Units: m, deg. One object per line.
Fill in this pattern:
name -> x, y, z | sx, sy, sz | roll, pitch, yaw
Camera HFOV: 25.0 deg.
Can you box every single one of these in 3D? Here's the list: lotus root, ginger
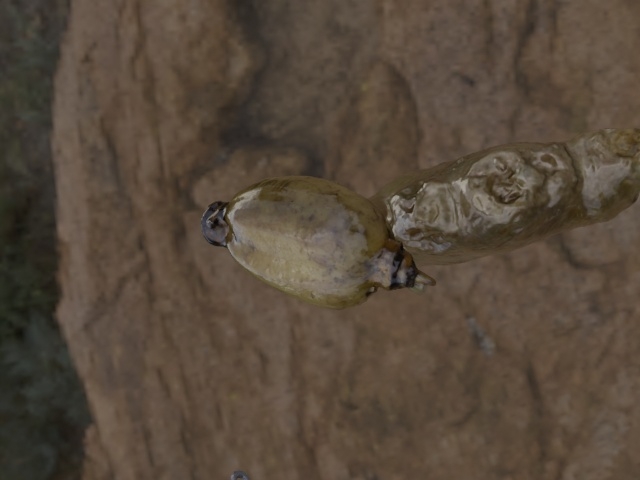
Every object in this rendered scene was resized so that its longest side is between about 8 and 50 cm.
lotus root -> 0.000, 0.000, 0.833 | 0.152, 0.063, 0.072 | 19, 109, 29
ginger -> 0.111, -0.024, 0.925 | 0.213, 0.137, 0.074 | -8, 100, 50

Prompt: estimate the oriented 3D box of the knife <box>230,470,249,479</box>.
knife -> -0.146, 0.226, 0.972 | 0.053, 0.278, 0.123 | 111, 144, -47
